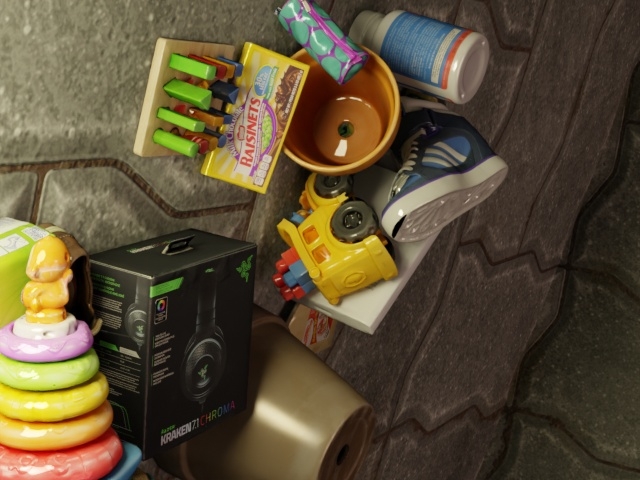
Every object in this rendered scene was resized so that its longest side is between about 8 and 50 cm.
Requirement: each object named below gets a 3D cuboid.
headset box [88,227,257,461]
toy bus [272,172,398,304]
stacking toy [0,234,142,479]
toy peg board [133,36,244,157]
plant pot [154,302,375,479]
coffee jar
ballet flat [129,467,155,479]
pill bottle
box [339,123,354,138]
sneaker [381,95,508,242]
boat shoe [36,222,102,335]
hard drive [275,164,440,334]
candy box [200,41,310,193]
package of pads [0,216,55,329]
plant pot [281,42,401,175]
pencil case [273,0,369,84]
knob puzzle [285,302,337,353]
[{"bbox_3d":[-0.215,0.128,1.531,0.246,0.131,0.283,-17,116,-57],"label":"headset box"},{"bbox_3d":[0.000,0.000,1.844,0.211,0.220,0.149,-31,146,3],"label":"toy bus"},{"bbox_3d":[-0.302,0.141,1.193,0.175,0.165,0.302,-43,137,-69],"label":"stacking toy"},{"bbox_3d":[-0.161,-0.186,1.478,0.160,0.079,0.161,-11,120,-59],"label":"toy peg board"},{"bbox_3d":[-0.072,0.299,1.797,0.323,0.280,0.323,-43,145,-41],"label":"plant pot"},{"bbox_3d":[0.170,-0.218,2.065,0.184,0.079,0.096,-54,147,-24],"label":"coffee jar"},{"bbox_3d":[-0.336,0.510,1.676,0.123,0.123,0.349,-21,129,-55],"label":"ballet flat"},{"bbox_3d":[0.160,-0.317,1.811,0.124,0.221,0.124,-43,145,-40],"label":"pill bottle"},{"bbox_3d":[0.073,-0.242,1.910,0.179,0.043,0.105,-51,149,-35],"label":"box"},{"bbox_3d":[0.156,-0.140,1.875,0.322,0.236,0.130,-26,153,-41],"label":"sneaker"},{"bbox_3d":[-0.329,0.107,1.374,0.095,0.095,0.258,-39,142,-44],"label":"boat shoe"},{"bbox_3d":[0.085,0.007,1.943,0.308,0.203,0.040,-54,150,-25],"label":"hard drive"},{"bbox_3d":[-0.097,-0.180,1.602,0.105,0.027,0.206,17,96,-26],"label":"candy box"},{"bbox_3d":[-0.417,0.141,1.232,0.229,0.101,0.297,-30,135,-52],"label":"package of pads"},{"bbox_3d":[0.033,-0.194,1.724,0.205,0.205,0.188,-66,169,-3],"label":"plant pot"},{"bbox_3d":[0.003,-0.305,1.610,0.064,0.152,0.070,-40,170,-19],"label":"pencil case"},{"bbox_3d":[-0.020,0.141,2.046,0.213,0.030,0.213,-43,145,-40],"label":"knob puzzle"}]
